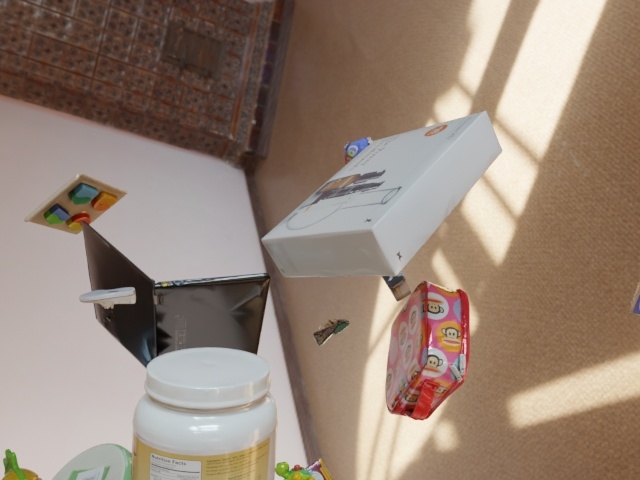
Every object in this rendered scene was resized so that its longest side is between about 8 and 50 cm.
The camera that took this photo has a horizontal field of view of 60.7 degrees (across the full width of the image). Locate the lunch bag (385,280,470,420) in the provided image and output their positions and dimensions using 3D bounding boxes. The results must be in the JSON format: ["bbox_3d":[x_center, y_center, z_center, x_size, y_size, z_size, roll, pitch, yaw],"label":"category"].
[{"bbox_3d":[0.223,0.259,1.187,0.293,0.120,0.258,108,174,-51],"label":"lunch bag"}]

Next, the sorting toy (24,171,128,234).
[{"bbox_3d":[-0.628,-0.086,1.428,0.193,0.208,0.038,-37,75,8],"label":"sorting toy"}]

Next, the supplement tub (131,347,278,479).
[{"bbox_3d":[-0.184,0.352,0.877,0.228,0.228,0.317,15,102,63],"label":"supplement tub"}]

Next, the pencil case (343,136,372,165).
[{"bbox_3d":[0.208,-0.230,1.733,0.306,0.119,0.133,35,117,40],"label":"pencil case"}]

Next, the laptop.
[{"bbox_3d":[-0.367,0.154,1.382,0.382,0.407,0.236,104,154,-43],"label":"laptop"}]

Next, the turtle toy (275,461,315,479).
[{"bbox_3d":[-0.075,0.699,1.617,0.095,0.130,0.066,-55,16,33],"label":"turtle toy"}]

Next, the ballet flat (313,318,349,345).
[{"bbox_3d":[0.022,0.197,1.233,0.041,0.114,0.041,14,115,34],"label":"ballet flat"}]

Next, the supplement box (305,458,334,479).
[{"bbox_3d":[-0.054,0.809,1.767,0.104,0.188,0.081,52,148,24],"label":"supplement box"}]

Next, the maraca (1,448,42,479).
[{"bbox_3d":[-0.666,0.553,1.206,0.186,0.099,0.127,52,125,25],"label":"maraca"}]

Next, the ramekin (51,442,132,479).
[{"bbox_3d":[-0.543,0.649,1.328,0.303,0.148,0.303,-20,32,13],"label":"ramekin"}]

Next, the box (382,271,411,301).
[{"bbox_3d":[0.185,0.057,1.648,0.056,0.183,0.231,-30,66,3],"label":"box"}]

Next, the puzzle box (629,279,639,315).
[{"bbox_3d":[0.693,-0.007,0.855,0.271,0.052,0.409,19,128,26],"label":"puzzle box"}]

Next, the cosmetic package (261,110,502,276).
[{"bbox_3d":[0.113,-0.082,0.988,0.284,0.098,0.377,-3,33,48],"label":"cosmetic package"}]

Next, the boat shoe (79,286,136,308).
[{"bbox_3d":[-0.392,0.110,1.011,0.035,0.100,0.035,-131,36,-71],"label":"boat shoe"}]
